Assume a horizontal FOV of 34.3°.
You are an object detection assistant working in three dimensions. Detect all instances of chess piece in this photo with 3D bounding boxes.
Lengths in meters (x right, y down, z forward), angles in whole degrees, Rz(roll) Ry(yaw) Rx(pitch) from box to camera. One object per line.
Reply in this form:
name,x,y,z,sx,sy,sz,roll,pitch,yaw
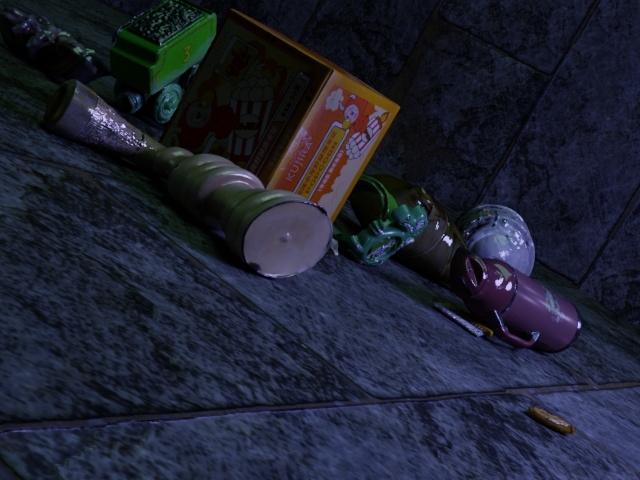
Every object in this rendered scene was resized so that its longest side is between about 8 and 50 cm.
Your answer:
chess piece,-0.131,-0.062,1.471,0.307,0.139,0.124,34,-32,44

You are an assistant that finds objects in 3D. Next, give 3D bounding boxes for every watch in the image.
watch,0.091,-0.046,1.852,0.152,0.165,0.131,56,9,27

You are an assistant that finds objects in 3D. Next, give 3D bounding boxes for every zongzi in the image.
zongzi,0.203,-0.002,2.129,0.300,0.145,0.274,44,-1,-20

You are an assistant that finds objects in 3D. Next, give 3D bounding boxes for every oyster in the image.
oyster,0.002,0.001,1.731,0.051,0.034,0.093,39,7,-23

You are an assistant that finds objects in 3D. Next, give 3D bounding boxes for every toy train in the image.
toy train,-0.303,-0.350,2.018,0.132,0.188,0.243,27,49,19

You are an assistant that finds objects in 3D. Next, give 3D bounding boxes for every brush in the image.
brush,0.293,0.147,1.901,0.103,0.013,0.272,35,10,26

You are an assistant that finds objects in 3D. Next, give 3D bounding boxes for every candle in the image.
candle,0.369,0.027,2.246,0.187,0.187,0.330,30,12,0

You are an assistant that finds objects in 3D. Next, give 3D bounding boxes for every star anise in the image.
star anise,-0.498,-0.363,1.962,0.229,0.093,0.236,23,10,-33

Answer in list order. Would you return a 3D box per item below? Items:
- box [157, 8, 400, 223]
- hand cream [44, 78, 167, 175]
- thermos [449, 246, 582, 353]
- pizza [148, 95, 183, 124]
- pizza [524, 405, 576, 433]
box,-0.079,-0.175,1.658,0.259,0.283,0.214,37,13,37
hand cream,-0.308,-0.161,1.552,0.203,0.084,0.084,29,9,-32
thermos,0.336,0.120,1.858,0.110,0.136,0.330,9,-13,46
pizza,-0.277,-0.258,2.148,0.201,0.053,0.193,26,20,23
pizza,0.321,0.252,1.450,0.083,0.016,0.037,24,12,-12
